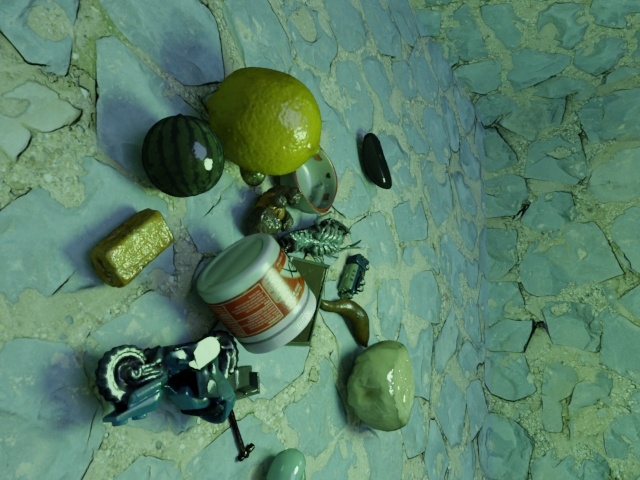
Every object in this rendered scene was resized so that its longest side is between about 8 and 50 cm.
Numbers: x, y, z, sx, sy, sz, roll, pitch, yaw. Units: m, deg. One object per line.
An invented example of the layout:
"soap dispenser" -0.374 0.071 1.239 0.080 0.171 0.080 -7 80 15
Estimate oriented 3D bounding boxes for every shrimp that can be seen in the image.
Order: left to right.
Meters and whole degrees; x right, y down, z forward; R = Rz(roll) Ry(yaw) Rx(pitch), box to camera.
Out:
"shrimp" -0.001 -0.002 1.789 0.411 0.166 0.221 -3 117 -42

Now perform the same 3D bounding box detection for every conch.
"conch" -0.090 0.722 1.486 0.185 0.121 0.221 -3 91 -59

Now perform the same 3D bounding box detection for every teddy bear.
"teddy bear" -0.160 -0.082 1.600 0.140 0.177 0.190 27 44 6

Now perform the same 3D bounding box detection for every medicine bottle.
"medicine bottle" -0.176 0.141 1.398 0.241 0.253 0.252 57 40 -25

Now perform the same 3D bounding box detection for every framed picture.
"framed picture" -0.069 0.204 1.667 0.213 0.016 0.289 16 87 -51

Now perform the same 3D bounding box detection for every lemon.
"lemon" -0.162 -0.349 1.497 0.336 0.336 0.336 19 66 -51

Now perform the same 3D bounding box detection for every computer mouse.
"computer mouse" 0.239 -0.346 2.264 0.137 0.086 0.269 -2 74 -63

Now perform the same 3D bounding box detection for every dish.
"dish" -0.055 -0.212 1.787 0.256 0.117 0.256 18 67 -52

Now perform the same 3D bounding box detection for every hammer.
"hammer" -0.234 0.528 1.425 0.065 0.021 0.178 -27 100 -54

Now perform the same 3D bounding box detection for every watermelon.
"watermelon" -0.350 -0.217 1.300 0.212 0.212 0.212 19 66 -51

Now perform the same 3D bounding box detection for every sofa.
"sofa" -0.232 0.401 1.423 0.147 0.060 0.085 5 77 -54

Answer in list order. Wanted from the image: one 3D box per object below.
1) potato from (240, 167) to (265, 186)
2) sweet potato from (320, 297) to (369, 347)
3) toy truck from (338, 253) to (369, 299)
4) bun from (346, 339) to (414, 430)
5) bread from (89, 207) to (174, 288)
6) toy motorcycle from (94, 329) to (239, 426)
"potato" -0.199 -0.269 1.658 0.119 0.054 0.198 49 45 -33
"sweet potato" 0.117 0.288 1.928 0.346 0.079 0.108 45 64 -35
"toy truck" 0.126 0.144 1.996 0.088 0.074 0.201 45 47 -27
"bun" 0.223 0.543 1.907 0.360 0.211 0.359 -6 90 -65
"bread" -0.445 0.014 1.207 0.211 0.083 0.114 -52 128 -47
"toy motorcycle" -0.329 0.343 1.202 0.416 0.172 0.232 6 71 -59
